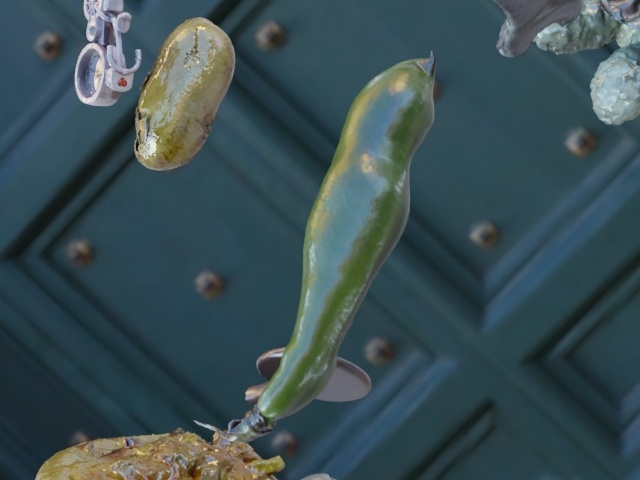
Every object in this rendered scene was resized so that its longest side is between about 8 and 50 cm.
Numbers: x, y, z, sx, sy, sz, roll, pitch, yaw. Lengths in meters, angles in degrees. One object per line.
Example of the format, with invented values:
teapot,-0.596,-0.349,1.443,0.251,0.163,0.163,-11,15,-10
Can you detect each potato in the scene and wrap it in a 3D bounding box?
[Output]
potato,-0.148,-0.154,1.899,0.107,0.080,0.170,25,87,51

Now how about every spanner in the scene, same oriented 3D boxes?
spanner,0.076,-0.126,0.803,0.054,0.015,0.254,-42,-19,10

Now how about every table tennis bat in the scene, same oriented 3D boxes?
table tennis bat,-0.032,0.177,1.671,0.170,0.107,0.119,-26,43,56

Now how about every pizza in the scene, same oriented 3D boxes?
pizza,-0.194,0.239,1.831,0.268,0.087,0.258,-1,1,-28

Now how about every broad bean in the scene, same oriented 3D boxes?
broad bean,0.008,0.004,1.280,0.098,0.056,0.318,26,84,42

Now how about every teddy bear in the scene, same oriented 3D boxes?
teddy bear,0.265,-0.168,1.282,0.213,0.133,0.111,-35,-16,8

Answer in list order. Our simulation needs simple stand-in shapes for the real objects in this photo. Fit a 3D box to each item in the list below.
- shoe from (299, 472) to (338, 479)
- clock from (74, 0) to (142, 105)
shoe,0.038,0.227,1.207,0.071,0.169,0.099,-18,4,45
clock,-0.224,-0.206,1.876,0.087,0.041,0.129,-3,84,54
